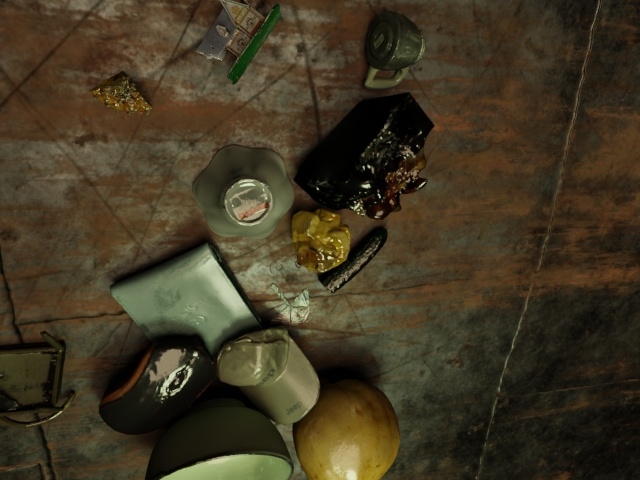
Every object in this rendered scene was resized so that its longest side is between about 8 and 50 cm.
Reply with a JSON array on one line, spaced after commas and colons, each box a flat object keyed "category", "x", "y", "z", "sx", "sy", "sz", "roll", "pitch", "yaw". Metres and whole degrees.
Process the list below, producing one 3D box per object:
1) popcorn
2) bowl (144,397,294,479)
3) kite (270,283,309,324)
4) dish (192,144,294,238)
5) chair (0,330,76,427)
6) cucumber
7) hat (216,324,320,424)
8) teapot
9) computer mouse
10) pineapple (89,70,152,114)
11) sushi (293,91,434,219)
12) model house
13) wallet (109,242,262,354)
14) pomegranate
[{"category": "popcorn", "x": 0.000, "y": 0.000, "z": 1.067, "sx": 0.148, "sy": 0.152, "sz": 0.167, "roll": -2, "pitch": 124, "yaw": 30}, {"category": "bowl", "x": -0.256, "y": 0.519, "z": 1.153, "sx": 0.353, "sy": 0.185, "sz": 0.354, "roll": -10, "pitch": 136, "yaw": -10}, {"category": "kite", "x": -0.083, "y": 0.167, "z": 1.184, "sx": 0.137, "sy": 0.005, "sz": 0.152, "roll": -45, "pitch": 116, "yaw": 4}, {"category": "dish", "x": -0.159, "y": -0.092, "z": 1.010, "sx": 0.229, "sy": 0.081, "sz": 0.230, "roll": -6, "pitch": 114, "yaw": -14}, {"category": "chair", "x": -0.652, "y": 0.305, "z": 1.000, "sx": 0.187, "sy": 0.167, "sz": 0.272, "roll": -1, "pitch": 155, "yaw": -17}, {"category": "cucumber", "x": 0.090, "y": 0.048, "z": 1.159, "sx": 0.214, "sy": 0.052, "sz": 0.058, "roll": -42, "pitch": 82, "yaw": 2}, {"category": "hat", "x": -0.131, "y": 0.339, "z": 1.132, "sx": 0.214, "sy": 0.149, "sz": 0.245, "roll": -45, "pitch": 72, "yaw": 12}, {"category": "teapot", "x": 0.161, "y": -0.388, "z": 0.965, "sx": 0.108, "sy": 0.111, "sz": 0.149, "roll": -3, "pitch": 108, "yaw": -30}, {"category": "computer mouse", "x": -0.387, "y": 0.357, "z": 1.096, "sx": 0.323, "sy": 0.116, "sz": 0.183, "roll": -45, "pitch": 124, "yaw": 15}, {"category": "pineapple", "x": -0.366, "y": -0.283, "z": 0.865, "sx": 0.114, "sy": 0.114, "sz": 0.077, "roll": 17, "pitch": 88, "yaw": -26}, {"category": "sushi", "x": 0.113, "y": -0.160, "z": 1.010, "sx": 0.212, "sy": 0.215, "sz": 0.227, "roll": 42, "pitch": 75, "yaw": -31}, {"category": "model house", "x": -0.158, "y": -0.394, "z": 0.878, "sx": 0.088, "sy": 0.117, "sz": 0.167, "roll": 35, "pitch": 101, "yaw": -9}, {"category": "wallet", "x": -0.305, "y": 0.159, "z": 1.091, "sx": 0.251, "sy": 0.054, "sz": 0.291, "roll": -24, "pitch": 123, "yaw": 0}, {"category": "pomegranate", "x": 0.067, "y": 0.517, "z": 1.218, "sx": 0.306, "sy": 0.307, "sz": 0.308, "roll": -6, "pitch": 114, "yaw": -14}]
